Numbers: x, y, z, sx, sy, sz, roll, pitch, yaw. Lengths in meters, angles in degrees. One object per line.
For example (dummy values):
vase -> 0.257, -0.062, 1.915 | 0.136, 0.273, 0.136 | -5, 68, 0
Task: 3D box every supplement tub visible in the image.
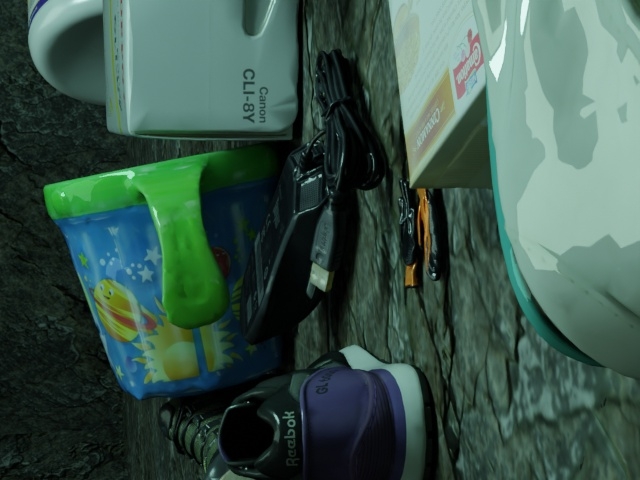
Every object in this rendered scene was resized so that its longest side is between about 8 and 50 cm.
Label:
supplement tub -> -0.266, -0.369, 1.796 | 0.241, 0.241, 0.331 | 109, 157, -58

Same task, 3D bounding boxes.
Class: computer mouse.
computer mouse -> 0.000, 0.000, 1.055 | 0.184, 0.060, 0.262 | -102, 27, -56

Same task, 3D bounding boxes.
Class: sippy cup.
sippy cup -> -0.135, 0.032, 1.339 | 0.305, 0.240, 0.224 | -18, -82, -63

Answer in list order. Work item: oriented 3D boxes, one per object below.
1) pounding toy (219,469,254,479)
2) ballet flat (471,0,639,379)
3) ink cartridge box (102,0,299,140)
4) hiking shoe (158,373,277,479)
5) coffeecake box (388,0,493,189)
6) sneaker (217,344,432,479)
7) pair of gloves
pounding toy -> -0.032, 0.298, 1.066 | 0.155, 0.154, 0.269 | 117, 169, -65
ballet flat -> 0.100, -0.154, 0.466 | 0.139, 0.139, 0.400 | 116, 146, -65
ink cartridge box -> -0.136, -0.245, 1.395 | 0.385, 0.160, 0.279 | -157, 66, -77
hiking shoe -> -0.104, 0.197, 1.317 | 0.227, 0.114, 0.086 | -74, -13, -72
coffeecake box -> 0.080, -0.134, 0.635 | 0.142, 0.068, 0.185 | 123, 144, -69
sneaker -> -0.017, 0.127, 0.980 | 0.283, 0.124, 0.107 | 144, 124, -75
pair of gloves -> 0.063, -0.008, 0.864 | 0.083, 0.010, 0.074 | 139, 127, -78
